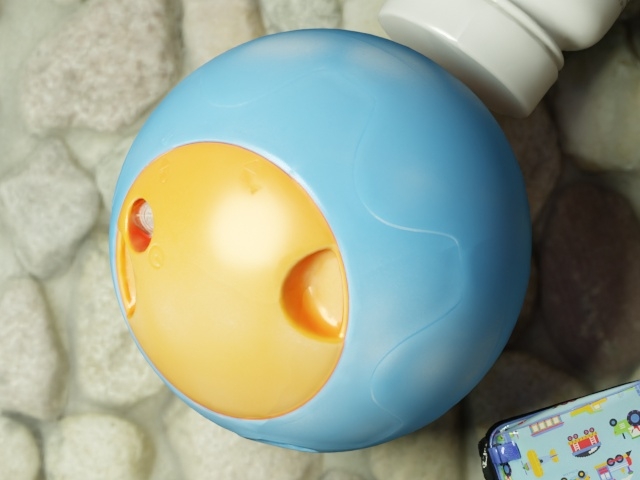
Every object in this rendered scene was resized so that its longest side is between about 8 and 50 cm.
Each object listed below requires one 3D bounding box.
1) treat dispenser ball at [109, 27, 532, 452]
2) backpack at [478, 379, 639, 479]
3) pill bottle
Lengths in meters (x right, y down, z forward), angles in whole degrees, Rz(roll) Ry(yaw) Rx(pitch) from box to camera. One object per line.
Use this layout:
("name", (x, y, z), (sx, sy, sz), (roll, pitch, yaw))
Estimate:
("treat dispenser ball", (0.000, 0.000, 1.164), (0.288, 0.288, 0.288), (-1, 81, 4))
("backpack", (0.206, 0.195, 1.208), (0.158, 0.117, 0.173), (-16, 83, 2))
("pill bottle", (0.175, -0.242, 1.252), (0.160, 0.160, 0.283), (33, 85, 8))
